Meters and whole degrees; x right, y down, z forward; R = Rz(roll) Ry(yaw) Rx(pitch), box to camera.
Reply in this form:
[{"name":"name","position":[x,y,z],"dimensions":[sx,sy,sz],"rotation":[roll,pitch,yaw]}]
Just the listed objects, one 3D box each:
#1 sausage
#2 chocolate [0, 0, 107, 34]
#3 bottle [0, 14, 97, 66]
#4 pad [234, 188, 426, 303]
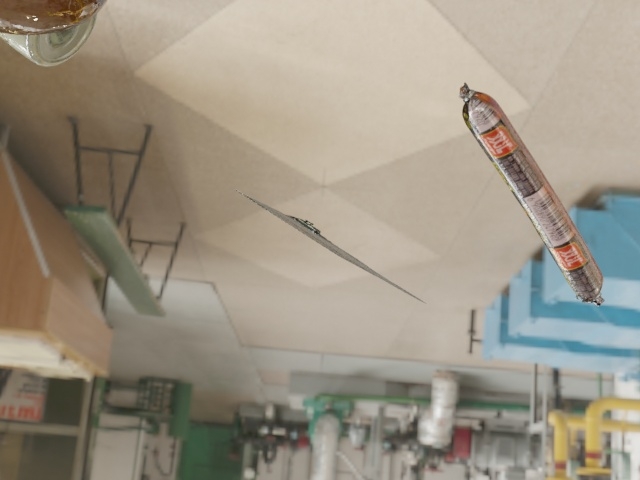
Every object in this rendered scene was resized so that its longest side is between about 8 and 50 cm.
[{"name":"sausage","position":[0.143,-0.026,0.627],"dimensions":[0.198,0.028,0.025],"rotation":[51,178,-26]},{"name":"chocolate","position":[-0.273,-0.270,0.888],"dimensions":[0.176,0.177,0.177],"rotation":[5,164,1]},{"name":"bottle","position":[-0.402,-0.327,1.164],"dimensions":[0.253,0.120,0.120],"rotation":[37,170,14]},{"name":"pad","position":[0.000,0.000,0.714],"dimensions":[0.116,0.004,0.193],"rotation":[33,177,-19]}]
